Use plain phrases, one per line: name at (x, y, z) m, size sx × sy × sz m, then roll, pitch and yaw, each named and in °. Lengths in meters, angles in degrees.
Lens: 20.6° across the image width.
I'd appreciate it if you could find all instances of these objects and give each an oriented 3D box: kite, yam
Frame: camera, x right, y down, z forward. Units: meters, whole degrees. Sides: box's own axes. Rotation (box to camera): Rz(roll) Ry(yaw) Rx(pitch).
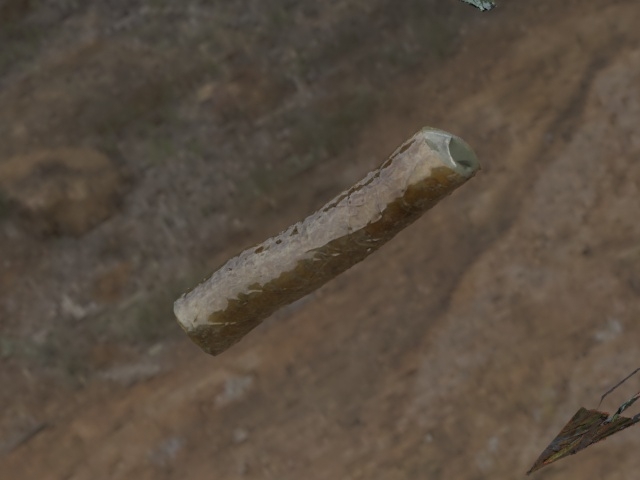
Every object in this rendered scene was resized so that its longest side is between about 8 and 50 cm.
kite at (0.239, 0.159, 1.510) m, size 0.160 × 0.183 × 0.010 m, roll -38°, pitch 68°, yaw 16°
yam at (0.000, 0.000, 1.734) m, size 0.356 × 0.081 × 0.081 m, roll -36°, pitch 30°, yaw 24°

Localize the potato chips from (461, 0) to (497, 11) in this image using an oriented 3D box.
potato chips at (0.045, -0.271, 1.536) m, size 0.059 × 0.228 × 0.167 m, roll 135°, pitch 138°, yaw -53°
